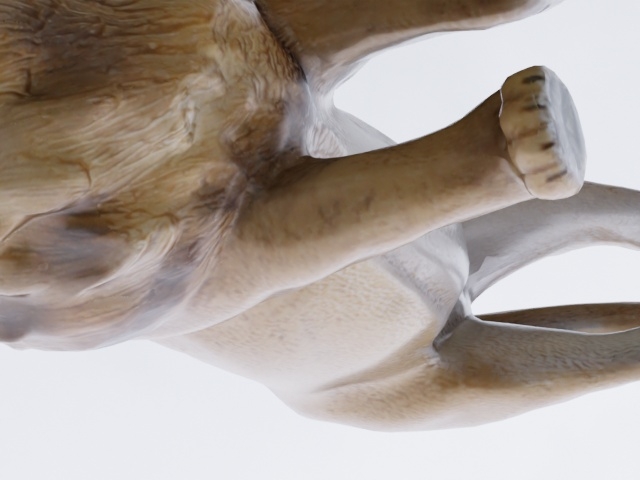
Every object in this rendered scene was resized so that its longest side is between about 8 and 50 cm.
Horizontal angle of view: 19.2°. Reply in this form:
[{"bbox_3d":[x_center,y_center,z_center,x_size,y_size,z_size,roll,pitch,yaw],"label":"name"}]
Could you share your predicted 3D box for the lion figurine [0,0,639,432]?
[{"bbox_3d":[0.000,0.000,0.599,0.240,0.392,0.142,-16,-124,25],"label":"lion figurine"}]
